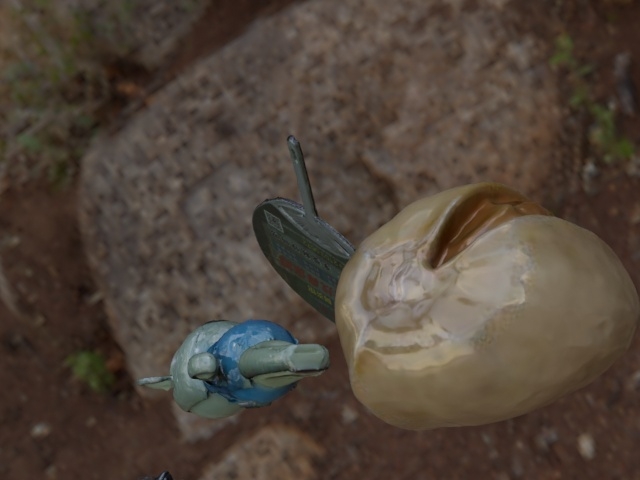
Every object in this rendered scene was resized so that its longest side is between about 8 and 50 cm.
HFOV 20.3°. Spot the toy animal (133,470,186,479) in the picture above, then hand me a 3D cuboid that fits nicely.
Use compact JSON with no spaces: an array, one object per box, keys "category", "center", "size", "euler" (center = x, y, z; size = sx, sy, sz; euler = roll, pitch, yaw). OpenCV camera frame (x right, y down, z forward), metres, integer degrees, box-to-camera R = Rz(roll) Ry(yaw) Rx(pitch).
[{"category":"toy animal","center":[-0.130,0.254,1.443],"size":[0.098,0.098,0.137],"euler":[26,101,54]}]

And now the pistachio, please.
[{"category":"pistachio","center":[0.148,0.067,1.628],"size":[0.230,0.230,0.309],"euler":[4,6,44]}]

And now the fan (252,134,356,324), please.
[{"category":"fan","center":[-0.012,0.004,1.841],"size":[0.012,0.294,0.223],"euler":[-43,26,-21]}]

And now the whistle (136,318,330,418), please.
[{"category":"whistle","center":[-0.057,0.092,1.348],"size":[0.236,0.114,0.077],"euler":[159,110,-65]}]
